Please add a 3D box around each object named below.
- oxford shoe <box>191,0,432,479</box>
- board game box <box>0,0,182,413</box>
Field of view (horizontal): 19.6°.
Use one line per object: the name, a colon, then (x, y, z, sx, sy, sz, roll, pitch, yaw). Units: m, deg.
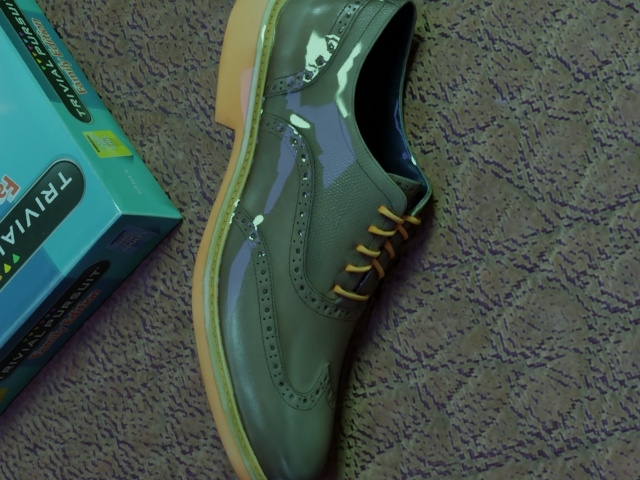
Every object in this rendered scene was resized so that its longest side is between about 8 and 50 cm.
oxford shoe: (0.000, 0.000, 1.265, 0.133, 0.130, 0.363, 1, 89, 27)
board game box: (-0.294, -0.062, 1.486, 0.254, 0.079, 0.336, -46, 65, 23)
